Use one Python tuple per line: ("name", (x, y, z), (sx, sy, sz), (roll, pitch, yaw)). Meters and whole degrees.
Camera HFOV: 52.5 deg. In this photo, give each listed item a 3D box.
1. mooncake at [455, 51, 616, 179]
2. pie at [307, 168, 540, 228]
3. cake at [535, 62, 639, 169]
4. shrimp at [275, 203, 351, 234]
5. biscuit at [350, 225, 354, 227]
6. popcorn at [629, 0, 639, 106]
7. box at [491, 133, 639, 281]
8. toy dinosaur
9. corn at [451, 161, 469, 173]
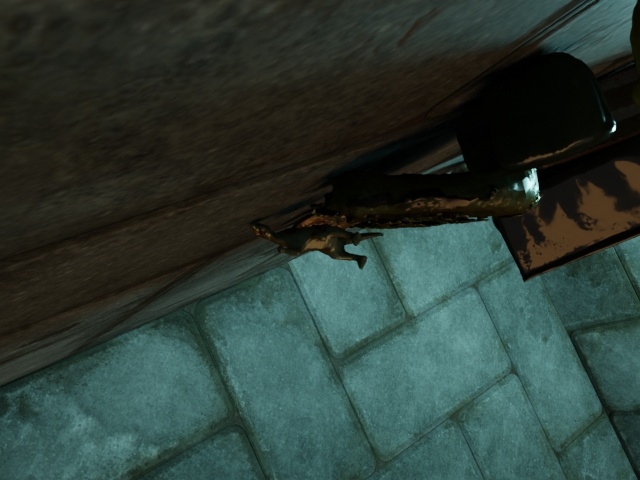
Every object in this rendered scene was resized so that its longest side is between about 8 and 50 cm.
("mooncake", (0.212, -0.121, 0.679), (0.169, 0.104, 0.175), (-27, -179, -32))
("pie", (0.153, -0.060, 0.917), (0.297, 0.078, 0.371), (-5, 179, 16))
("cake", (0.491, -0.221, 1.105), (0.296, 0.115, 0.113), (-25, 178, 15))
("shrimp", (-0.008, -0.034, 1.153), (0.188, 0.051, 0.132), (-32, 156, 25))
("biscuit", (0.142, -0.079, 1.515), (0.192, 0.049, 0.192), (-22, -176, 2))
("popcorn", (0.319, -0.138, 0.456), (0.254, 0.191, 0.190), (-33, -164, -30))
("box", (0.503, -0.116, 1.303), (0.345, 0.204, 0.251), (-26, -153, 15))
("toy dinosaur", (-0.001, 0.000, 0.968), (0.143, 0.057, 0.212), (13, -176, 22))
("corn", (0.415, -0.164, 1.654), (0.127, 0.126, 0.335), (-26, 173, 30))
